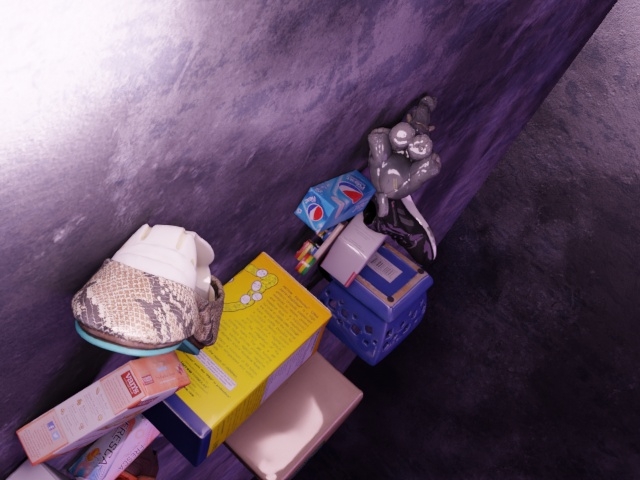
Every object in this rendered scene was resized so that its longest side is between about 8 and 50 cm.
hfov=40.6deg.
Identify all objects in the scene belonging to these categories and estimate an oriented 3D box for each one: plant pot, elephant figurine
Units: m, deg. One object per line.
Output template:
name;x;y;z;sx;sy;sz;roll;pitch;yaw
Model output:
plant pot;0.143;0.140;2.257;0.236;0.236;0.212;-37;156;-36
elephant figurine;0.185;-0.186;1.834;0.185;0.170;0.239;-23;-169;16

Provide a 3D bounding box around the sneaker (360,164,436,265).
sneaker;0.156;-0.044;1.959;0.124;0.283;0.107;-39;-157;-21

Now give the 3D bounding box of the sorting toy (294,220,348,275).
sorting toy;0.000;0.000;1.917;0.132;0.046;0.274;-51;178;8

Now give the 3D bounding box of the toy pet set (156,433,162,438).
toy pet set;-0.340;0.436;2.025;0.114;0.065;0.122;-47;167;-9

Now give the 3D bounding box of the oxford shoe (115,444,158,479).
oxford shoe;-0.424;0.478;1.879;0.271;0.096;0.099;71;27;-68

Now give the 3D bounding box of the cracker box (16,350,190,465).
cracker box;-0.340;0.264;1.375;0.232;0.067;0.155;-32;170;14

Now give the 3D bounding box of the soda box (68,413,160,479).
soda box;-0.405;0.415;1.715;0.183;0.058;0.063;-46;132;-18

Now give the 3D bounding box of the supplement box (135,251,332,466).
supplement box;-0.176;0.229;1.688;0.356;0.195;0.194;-41;165;-29

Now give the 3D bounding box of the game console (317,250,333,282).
game console;0.089;0.039;2.366;0.213;0.044;0.361;-46;166;-7

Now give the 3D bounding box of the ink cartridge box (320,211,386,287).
ink cartridge box;0.110;-0.016;2.084;0.218;0.092;0.159;-48;174;-33

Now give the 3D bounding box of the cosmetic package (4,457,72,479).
cosmetic package;-0.484;0.638;1.545;0.329;0.327;0.394;-45;167;-19

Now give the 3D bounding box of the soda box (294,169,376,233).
soda box;0.035;-0.083;1.782;0.071;0.067;0.210;-56;166;28

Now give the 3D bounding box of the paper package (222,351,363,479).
paper package;-0.108;0.406;2.160;0.325;0.309;0.168;-44;166;-16

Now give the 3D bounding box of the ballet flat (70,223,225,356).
ballet flat;-0.223;0.067;1.238;0.483;0.163;0.182;68;42;-82
